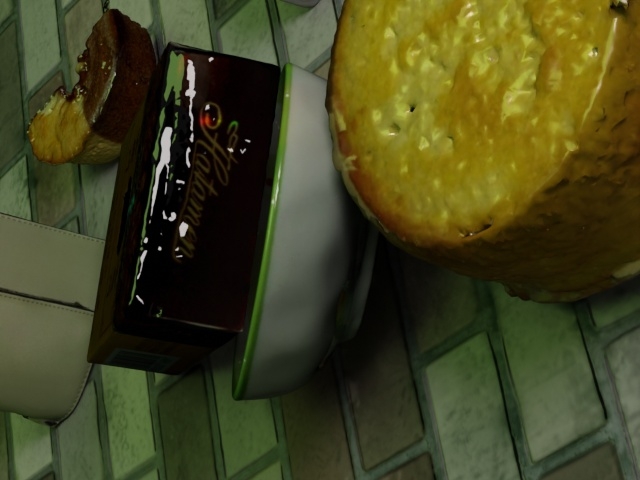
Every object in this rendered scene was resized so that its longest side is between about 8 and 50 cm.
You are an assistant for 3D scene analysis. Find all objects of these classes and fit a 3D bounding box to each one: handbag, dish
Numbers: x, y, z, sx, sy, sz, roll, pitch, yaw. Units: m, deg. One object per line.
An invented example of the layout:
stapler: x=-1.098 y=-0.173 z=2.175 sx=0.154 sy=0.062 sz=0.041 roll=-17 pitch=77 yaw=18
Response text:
handbag: x=-0.436 y=0.073 z=1.912 sx=0.160 sy=0.358 sz=0.236 roll=11 pitch=86 yaw=50
dish: x=0.000 y=0.000 z=1.555 sx=0.324 sy=0.124 sz=0.324 roll=-172 pitch=90 yaw=-85

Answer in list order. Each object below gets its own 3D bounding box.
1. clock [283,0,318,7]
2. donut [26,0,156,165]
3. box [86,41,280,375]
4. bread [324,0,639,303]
clock: x=-0.041 y=-0.450 z=1.787 sx=0.235 sy=0.166 sz=0.309 roll=-47 pitch=53 yaw=29
donut: x=-0.272 y=-0.165 z=2.020 sx=0.217 sy=0.085 sz=0.141 roll=-46 pitch=46 yaw=31
box: x=-0.146 y=-0.015 z=1.653 sx=0.415 sy=0.116 sz=0.264 roll=143 pitch=137 yaw=-75
bread: x=0.176 y=-0.133 z=1.366 sx=0.398 sy=0.215 sz=0.398 roll=-16 pitch=69 yaw=47
